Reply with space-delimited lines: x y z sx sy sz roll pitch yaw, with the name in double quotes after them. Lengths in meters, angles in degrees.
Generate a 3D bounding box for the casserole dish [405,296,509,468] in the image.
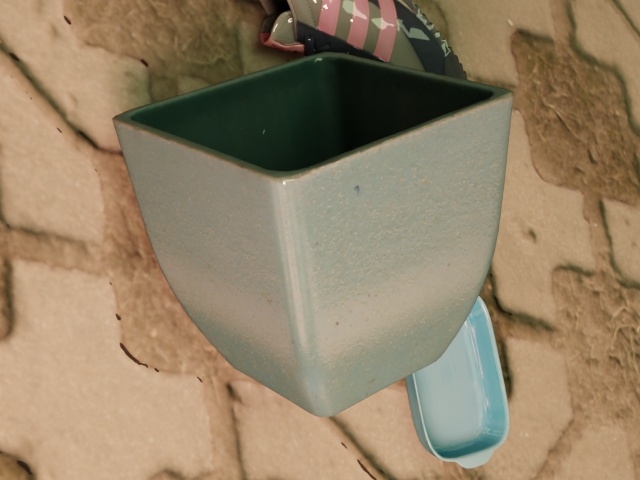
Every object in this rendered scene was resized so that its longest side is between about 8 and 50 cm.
0.132 0.138 1.167 0.114 0.037 0.189 -9 85 -33 "casserole dish"

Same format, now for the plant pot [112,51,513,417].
0.000 0.000 0.991 0.247 0.247 0.252 -22 119 -33 "plant pot"

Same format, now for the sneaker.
0.011 -0.213 1.130 0.319 0.112 0.131 42 80 -17 "sneaker"
